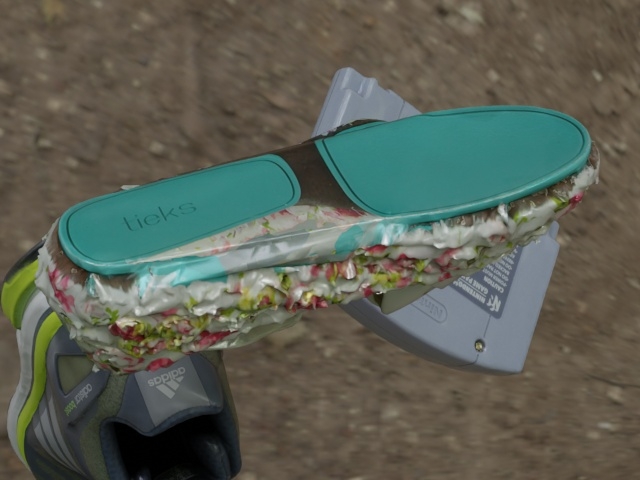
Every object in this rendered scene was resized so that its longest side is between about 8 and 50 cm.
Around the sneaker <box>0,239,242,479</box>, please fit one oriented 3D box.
[{"bbox_3d":[-0.101,0.103,0.899,0.111,0.300,0.121,-25,65,-14],"label":"sneaker"}]

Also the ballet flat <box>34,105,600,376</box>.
[{"bbox_3d":[0.000,0.000,0.716,0.241,0.077,0.091,-11,42,-12],"label":"ballet flat"}]

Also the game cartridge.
[{"bbox_3d":[0.094,-0.002,1.580,0.062,0.297,0.198,-4,57,53],"label":"game cartridge"}]
